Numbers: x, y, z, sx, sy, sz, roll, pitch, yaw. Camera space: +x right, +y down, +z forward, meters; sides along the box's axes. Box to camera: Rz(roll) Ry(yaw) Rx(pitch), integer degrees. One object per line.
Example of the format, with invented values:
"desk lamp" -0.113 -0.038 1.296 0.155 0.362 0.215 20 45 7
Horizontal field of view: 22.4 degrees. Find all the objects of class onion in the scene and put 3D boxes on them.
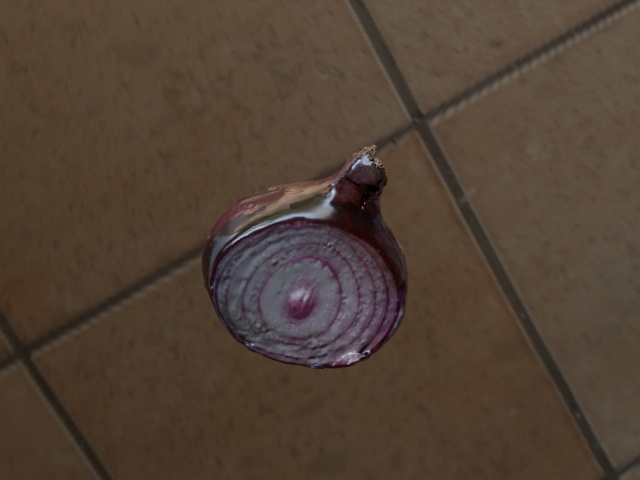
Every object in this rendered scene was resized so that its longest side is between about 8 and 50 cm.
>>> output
"onion" 0.000 0.000 1.469 0.195 0.140 0.218 22 110 -8
